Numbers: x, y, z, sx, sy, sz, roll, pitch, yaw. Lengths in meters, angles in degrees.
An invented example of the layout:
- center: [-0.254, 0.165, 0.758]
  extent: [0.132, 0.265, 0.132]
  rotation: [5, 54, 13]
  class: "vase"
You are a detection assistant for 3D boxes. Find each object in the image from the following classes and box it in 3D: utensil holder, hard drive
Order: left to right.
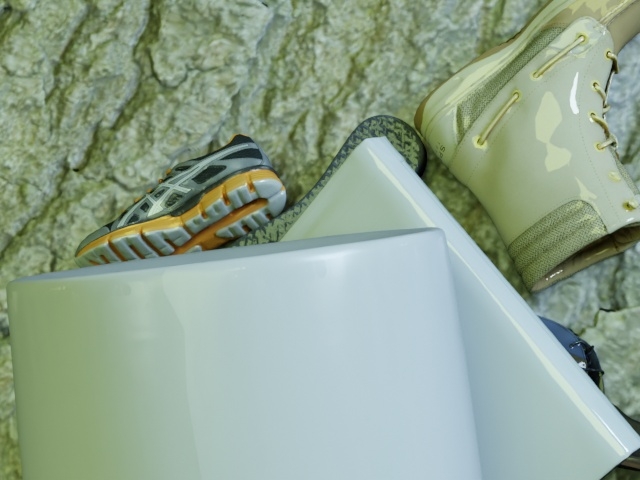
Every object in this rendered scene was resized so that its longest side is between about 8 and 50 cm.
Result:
- center: [-0.041, 0.197, 0.856]
  extent: [0.328, 0.327, 0.385]
  rotation: [-7, 91, 19]
  class: "utensil holder"
- center: [0.078, 0.099, 0.972]
  extent: [0.307, 0.040, 0.203]
  rotation: [51, 123, 18]
  class: "hard drive"

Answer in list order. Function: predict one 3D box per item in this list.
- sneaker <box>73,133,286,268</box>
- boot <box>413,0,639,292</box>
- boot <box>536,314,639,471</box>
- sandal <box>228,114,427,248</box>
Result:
- center: [-0.134, -0.026, 1.155]
  extent: [0.215, 0.084, 0.083]
  rotation: [-24, 53, 10]
  class: "sneaker"
- center: [0.231, -0.099, 1.019]
  extent: [0.262, 0.095, 0.203]
  rotation: [-35, 65, 10]
  class: "boot"
- center: [0.206, 0.116, 0.975]
  extent: [0.219, 0.082, 0.106]
  rotation: [12, 82, 26]
  class: "boot"
- center: [0.001, 0.000, 1.108]
  extent: [0.254, 0.054, 0.097]
  rotation: [-44, 74, 1]
  class: "sandal"
